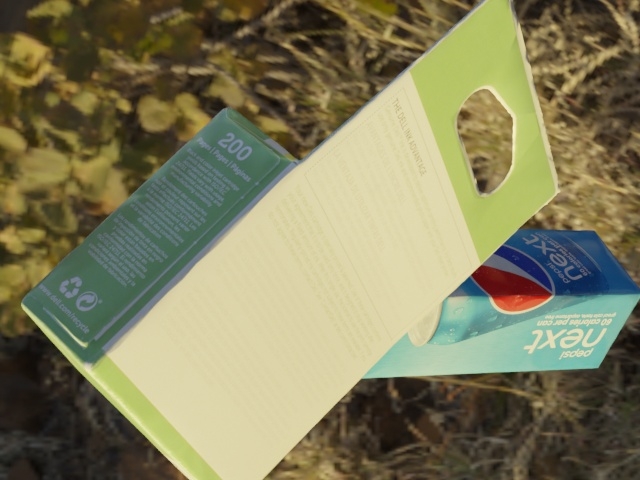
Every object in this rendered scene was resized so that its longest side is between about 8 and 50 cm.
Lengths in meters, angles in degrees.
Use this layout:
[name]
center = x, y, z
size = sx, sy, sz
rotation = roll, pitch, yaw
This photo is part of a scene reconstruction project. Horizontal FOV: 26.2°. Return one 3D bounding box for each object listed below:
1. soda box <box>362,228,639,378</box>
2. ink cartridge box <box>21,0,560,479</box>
[soda box]
center = 0.098, 0.038, 0.880
size = 0.067, 0.210, 0.071
rotation = 59, 137, 41
[ink cartridge box]
center = 0.000, 0.000, 0.624
size = 0.235, 0.171, 0.056
rotation = -45, 57, -11
